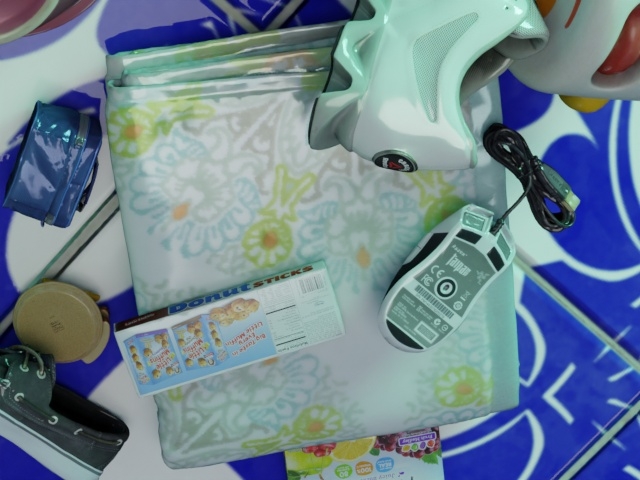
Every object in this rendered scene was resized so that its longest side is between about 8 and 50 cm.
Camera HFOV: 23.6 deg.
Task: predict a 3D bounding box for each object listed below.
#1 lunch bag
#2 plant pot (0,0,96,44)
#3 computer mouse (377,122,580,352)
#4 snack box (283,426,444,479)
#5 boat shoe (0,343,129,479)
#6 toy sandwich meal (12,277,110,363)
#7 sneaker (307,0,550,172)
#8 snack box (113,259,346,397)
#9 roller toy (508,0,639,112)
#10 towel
[{"bbox_3d":[-0.213,-0.057,1.236,0.065,0.067,0.098,19,108,-14],"label":"lunch bag"},{"bbox_3d":[-0.236,-0.228,1.095,0.201,0.180,0.201,-2,116,-3],"label":"plant pot"},{"bbox_3d":[0.115,0.006,1.230,0.106,0.042,0.193,41,96,-23],"label":"computer mouse"},{"bbox_3d":[0.040,0.209,1.391,0.141,0.037,0.100,-9,113,-5],"label":"snack box"},{"bbox_3d":[-0.246,0.126,1.282,0.076,0.080,0.228,-44,123,3],"label":"boat shoe"},{"bbox_3d":[-0.219,0.067,1.305,0.086,0.029,0.085,1,114,3],"label":"toy sandwich meal"},{"bbox_3d":[0.110,-0.200,1.145,0.146,0.122,0.330,17,80,7],"label":"sneaker"},{"bbox_3d":[-0.073,0.072,1.242,0.178,0.022,0.064,-17,113,0],"label":"snack box"},{"bbox_3d":[0.230,-0.201,1.173,0.146,0.191,0.209,2,96,-23],"label":"roller toy"},{"bbox_3d":[0.000,0.000,1.282,0.320,0.090,0.374,-8,111,-3],"label":"towel"}]
